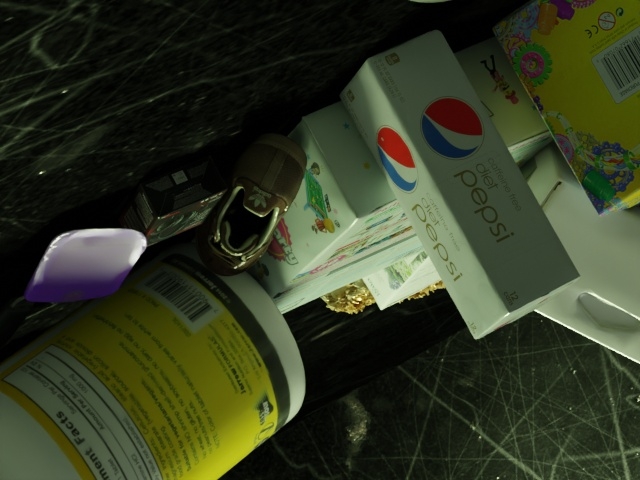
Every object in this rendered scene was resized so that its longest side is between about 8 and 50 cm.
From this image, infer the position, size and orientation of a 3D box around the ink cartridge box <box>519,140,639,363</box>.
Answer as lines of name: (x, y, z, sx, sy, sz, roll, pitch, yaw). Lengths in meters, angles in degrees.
ink cartridge box: (0.252, -0.016, 1.665, 0.115, 0.198, 0.273, -60, -170, 21)

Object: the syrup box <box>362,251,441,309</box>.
syrup box: (0.103, -0.015, 1.939, 0.096, 0.093, 0.237, -26, 170, -17)

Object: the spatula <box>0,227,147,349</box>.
spatula: (-0.226, 0.051, 1.516, 0.084, 0.030, 0.296, -3, 163, -33)

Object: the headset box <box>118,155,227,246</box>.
headset box: (-0.114, -0.026, 1.451, 0.062, 0.032, 0.083, -23, 168, -27)

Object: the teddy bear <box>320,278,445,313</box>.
teddy bear: (0.161, 0.010, 2.195, 0.338, 0.113, 0.245, -21, 170, -37)

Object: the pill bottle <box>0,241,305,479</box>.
pill bottle: (-0.187, 0.160, 1.582, 0.334, 0.188, 0.188, -36, 176, -29)

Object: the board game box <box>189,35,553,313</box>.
board game box: (0.041, -0.042, 1.619, 0.224, 0.097, 0.303, -24, 171, -29)

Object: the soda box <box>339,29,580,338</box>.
soda box: (0.101, -0.042, 1.417, 0.069, 0.216, 0.074, -26, 171, -23)

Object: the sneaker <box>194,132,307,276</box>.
sneaker: (-0.068, -0.013, 1.494, 0.071, 0.066, 0.188, -63, -179, -35)

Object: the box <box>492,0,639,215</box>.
box: (0.344, -0.177, 1.525, 0.290, 0.177, 0.279, -34, 170, 30)
